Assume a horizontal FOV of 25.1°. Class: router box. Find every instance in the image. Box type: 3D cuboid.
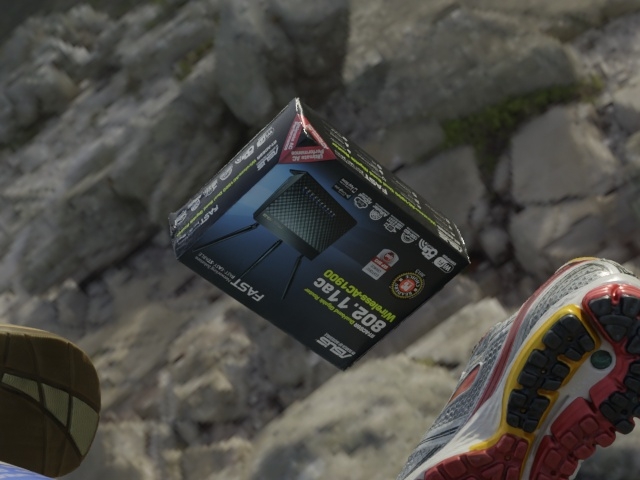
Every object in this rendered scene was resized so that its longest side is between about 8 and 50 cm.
[{"bbox_3d":[0.000,0.000,0.714,0.092,0.122,0.038,-42,32,19],"label":"router box"}]

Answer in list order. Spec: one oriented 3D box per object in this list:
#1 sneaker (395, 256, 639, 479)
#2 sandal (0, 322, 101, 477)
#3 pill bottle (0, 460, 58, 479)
[{"bbox_3d":[0.103,0.104,0.761,0.225,0.088,0.092,-52,12,20],"label":"sneaker"},{"bbox_3d":[-0.178,0.068,0.704,0.049,0.180,0.072,17,86,43],"label":"sandal"},{"bbox_3d":[-0.136,0.147,0.486,0.272,0.152,0.152,8,50,38],"label":"pill bottle"}]
